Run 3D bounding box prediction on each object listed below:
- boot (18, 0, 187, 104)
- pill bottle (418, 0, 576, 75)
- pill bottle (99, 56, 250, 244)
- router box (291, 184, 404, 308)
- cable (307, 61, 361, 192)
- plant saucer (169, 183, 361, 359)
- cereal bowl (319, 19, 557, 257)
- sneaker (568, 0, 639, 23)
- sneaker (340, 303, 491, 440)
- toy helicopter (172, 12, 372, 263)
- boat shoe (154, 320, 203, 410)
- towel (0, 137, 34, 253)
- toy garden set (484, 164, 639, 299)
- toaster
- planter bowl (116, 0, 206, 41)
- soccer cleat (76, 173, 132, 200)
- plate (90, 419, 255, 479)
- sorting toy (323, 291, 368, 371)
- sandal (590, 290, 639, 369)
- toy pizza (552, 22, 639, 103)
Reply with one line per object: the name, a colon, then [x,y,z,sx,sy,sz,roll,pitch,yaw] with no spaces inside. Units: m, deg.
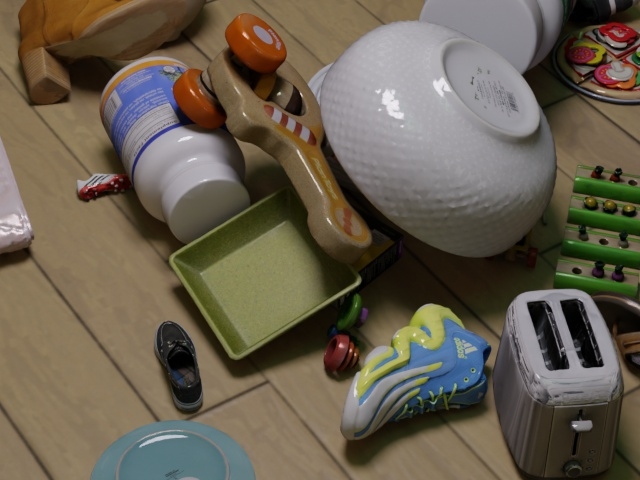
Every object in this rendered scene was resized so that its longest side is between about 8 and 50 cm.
boot: [-0.335,-0.348,2.234,0.295,0.104,0.211,-29,51,20]
pill bottle: [0.270,-0.362,2.238,0.204,0.204,0.361,14,31,13]
pill bottle: [-0.190,-0.117,2.028,0.152,0.152,0.272,-14,43,-18]
router box: [0.000,0.000,1.993,0.179,0.046,0.133,31,51,28]
cable: [0.098,-0.166,2.152,0.257,0.089,0.257,-1,42,-3]
plant saucer: [-0.067,0.047,1.901,0.188,0.045,0.188,-32,56,-7]
cereal bowl: [0.172,-0.154,1.919,0.339,0.141,0.339,23,42,-23]
sneaker: [0.409,-0.426,2.459,0.121,0.079,0.217,-26,42,-15]
sneaker: [0.125,0.166,1.785,0.126,0.091,0.240,24,46,21]
toy helicopter: [-0.021,-0.113,1.931,0.235,0.140,0.355,13,42,-49]
boat shoe: [-0.170,0.143,1.832,0.049,0.040,0.142,-11,44,-14]
towel: [-0.580,-0.070,2.011,0.332,0.053,0.317,-16,53,-14]
toy garden set: [0.340,-0.033,2.044,0.204,0.049,0.244,11,43,9]
toaster: [0.275,0.158,1.760,0.129,0.146,0.227,-2,42,-6]
planter bowl: [-0.253,-0.374,2.331,0.162,0.109,0.162,12,28,-7]
soccer cleat: [-0.296,-0.081,2.082,0.083,0.029,0.035,-19,50,-15]
plate: [-0.167,0.269,1.708,0.188,0.024,0.188,2,41,-1]
sorting toy: [0.038,0.118,1.859,0.042,0.061,0.102,25,78,-17]
sandal: [0.408,0.137,1.852,0.060,0.090,0.219,-42,63,-12]
toy pizza: [0.460,-0.281,2.335,0.201,0.032,0.201,1,42,-1]
